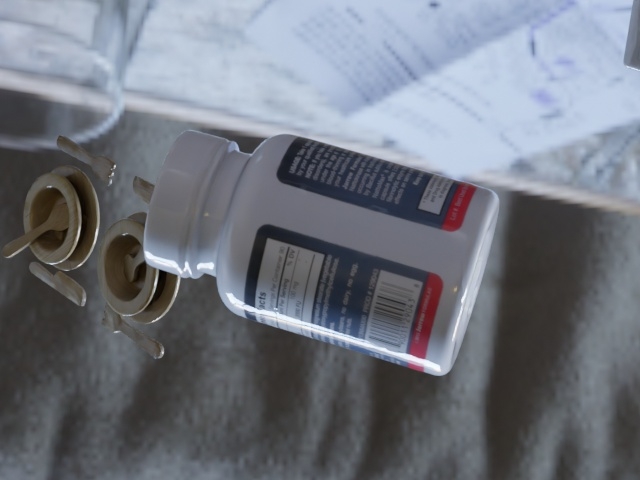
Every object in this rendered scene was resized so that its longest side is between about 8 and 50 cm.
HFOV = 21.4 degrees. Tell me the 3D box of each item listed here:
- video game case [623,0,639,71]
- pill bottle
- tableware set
[{"bbox_3d":[0.305,-0.181,1.142,0.201,0.183,0.023,24,-151,38],"label":"video game case"},{"bbox_3d":[0.000,0.000,0.940,0.180,0.108,0.108,17,151,9],"label":"pill bottle"},{"bbox_3d":[-0.183,0.002,1.346,0.039,0.128,0.194,-1,-158,-45],"label":"tableware set"}]
